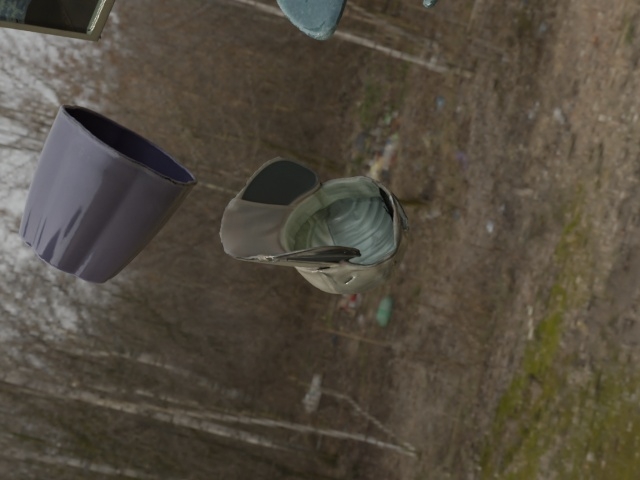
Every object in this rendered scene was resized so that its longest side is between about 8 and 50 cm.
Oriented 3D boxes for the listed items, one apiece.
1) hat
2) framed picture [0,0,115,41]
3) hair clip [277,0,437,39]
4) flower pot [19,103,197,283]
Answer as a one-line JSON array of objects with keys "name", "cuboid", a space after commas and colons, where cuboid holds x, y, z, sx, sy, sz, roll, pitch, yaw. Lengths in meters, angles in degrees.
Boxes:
[{"name": "hat", "cuboid": [-0.007, -0.002, 1.298, 0.232, 0.275, 0.161, -120, 33, -50]}, {"name": "framed picture", "cuboid": [-0.334, -0.296, 0.938, 0.189, 0.260, 0.023, -47, 50, 46]}, {"name": "hair clip", "cuboid": [0.051, -0.439, 1.105, 0.318, 0.238, 0.392, 54, 130, 26]}, {"name": "flower pot", "cuboid": [-0.382, -0.068, 1.537, 0.243, 0.265, 0.265, -59, 6, 7]}]
